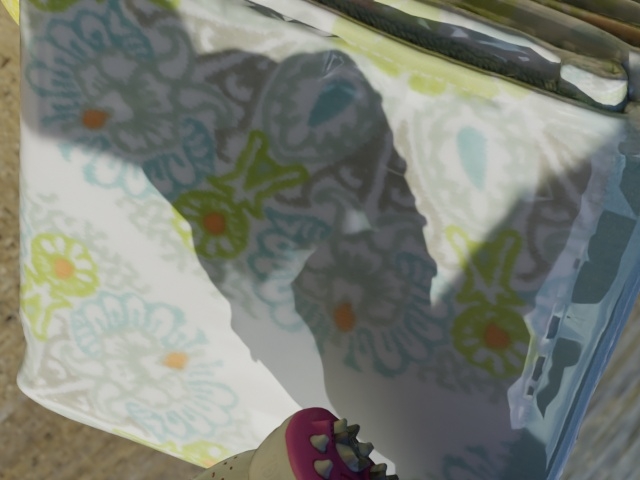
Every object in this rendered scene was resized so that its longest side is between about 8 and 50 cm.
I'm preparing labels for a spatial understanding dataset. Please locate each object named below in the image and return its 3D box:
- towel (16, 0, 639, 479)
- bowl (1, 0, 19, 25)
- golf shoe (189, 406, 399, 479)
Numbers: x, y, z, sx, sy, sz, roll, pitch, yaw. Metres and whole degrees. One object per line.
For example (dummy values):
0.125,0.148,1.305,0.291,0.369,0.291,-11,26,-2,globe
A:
0.000,0.000,0.699,0.090,0.320,0.375,-56,163,-47,towel
-0.212,-0.286,1.207,0.156,0.289,0.289,-12,135,-57,bowl
0.012,0.221,0.695,0.140,0.115,0.306,-24,116,11,golf shoe
